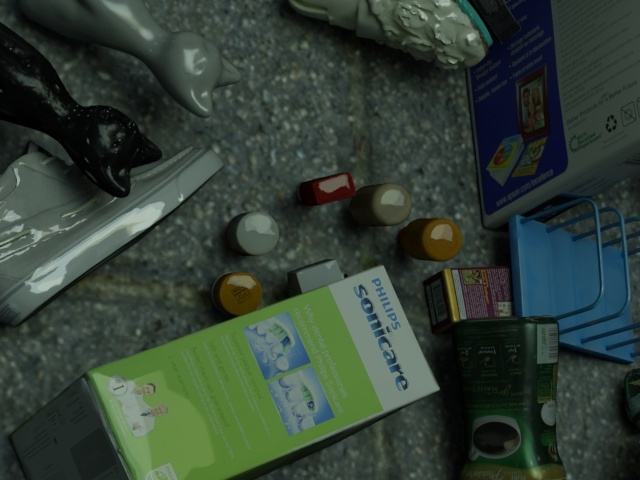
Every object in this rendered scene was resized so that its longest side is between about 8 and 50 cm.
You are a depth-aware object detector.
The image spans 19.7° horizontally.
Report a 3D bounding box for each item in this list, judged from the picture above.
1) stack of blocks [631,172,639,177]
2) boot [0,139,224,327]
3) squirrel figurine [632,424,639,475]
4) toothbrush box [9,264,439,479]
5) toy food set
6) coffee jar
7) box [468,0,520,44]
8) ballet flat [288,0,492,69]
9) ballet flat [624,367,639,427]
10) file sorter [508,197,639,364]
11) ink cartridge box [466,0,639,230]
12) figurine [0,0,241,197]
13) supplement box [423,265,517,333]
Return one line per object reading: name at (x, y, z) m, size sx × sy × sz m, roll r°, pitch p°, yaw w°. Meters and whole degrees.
stack of blocks at (0.314, -0.145, 1.765) m, size 0.087 × 0.297 × 0.171 m, roll 4°, pitch 70°, yaw -29°
boot at (-0.205, -0.042, 1.579) m, size 0.258 × 0.095 × 0.123 m, roll -38°, pitch 90°, yaw -36°
squirrel figurine at (0.479, 0.290, 1.709) m, size 0.397 × 0.281 × 0.370 m, roll 44°, pitch 50°, yaw -13°
toothbrush box at (-0.081, 0.141, 1.507) m, size 0.283 × 0.206 × 0.122 m, roll -21°, pitch 81°, yaw -32°
toy food set at (0.000, 0.000, 1.688) m, size 0.232 × 0.104 × 0.111 m, roll -19°, pitch 95°, yaw -14°
coffee jar at (0.172, 0.161, 1.677) m, size 0.079 × 0.096 × 0.184 m, roll 5°, pitch 82°, yaw -62°
box at (0.124, -0.271, 1.788) m, size 0.029 × 0.162 × 0.116 m, roll -40°, pitch 134°, yaw 2°
ballet flat at (-0.011, -0.300, 1.776) m, size 0.147 × 0.147 × 0.409 m, roll -39°, pitch 89°, yaw -33°
ballet flat at (0.381, 0.147, 1.833) m, size 0.188 × 0.070 × 0.070 m, roll 2°, pitch 70°, yaw -30°
file sorter at (0.277, 0.037, 1.767) m, size 0.170 × 0.104 × 0.118 m, roll 16°, pitch 63°, yaw -40°
ink cartridge box at (0.242, -0.198, 1.745) m, size 0.072 × 0.303 × 0.307 m, roll 6°, pitch 69°, yaw -27°
figurine at (-0.194, -0.149, 1.585) m, size 0.209 × 0.092 × 0.215 m, roll 35°, pitch 48°, yaw 8°
supplement box at (0.147, 0.056, 1.753) m, size 0.083 × 0.043 × 0.055 m, roll -1°, pitch 72°, yaw -27°
